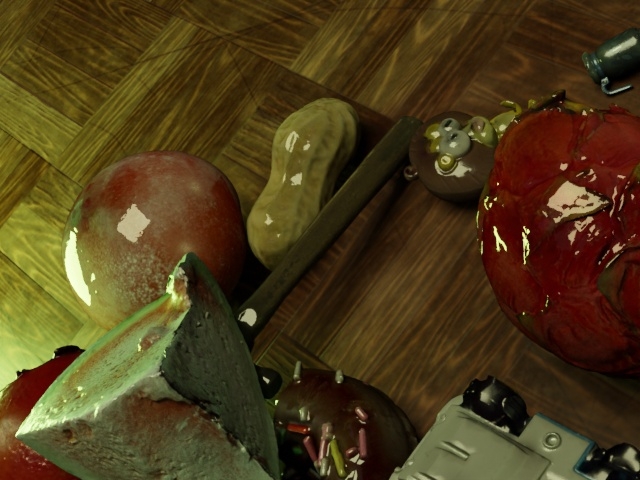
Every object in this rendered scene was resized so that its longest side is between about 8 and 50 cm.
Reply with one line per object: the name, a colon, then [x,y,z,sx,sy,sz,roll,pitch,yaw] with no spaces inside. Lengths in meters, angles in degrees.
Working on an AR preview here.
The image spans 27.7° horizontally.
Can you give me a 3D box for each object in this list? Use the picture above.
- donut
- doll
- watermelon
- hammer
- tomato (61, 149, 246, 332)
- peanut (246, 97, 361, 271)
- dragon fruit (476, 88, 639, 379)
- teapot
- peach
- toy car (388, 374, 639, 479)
donut: [-0.019,0.323,1.485,0.345,0.136,0.259,-51,42,-3]
doll: [0.195,-0.128,1.676,0.188,0.096,0.145,-43,52,-12]
watermelon: [-0.206,0.166,1.458,0.289,0.214,0.320,-10,70,-1]
hammer: [0.000,0.000,1.668,0.168,0.044,0.440,32,65,20]
tomato: [-0.234,0.006,1.777,0.270,0.227,0.270,-35,44,43]
peanut: [-0.024,-0.084,1.778,0.111,0.125,0.275,9,65,22]
dragon fruit: [0.305,-0.004,1.385,0.277,0.277,0.342,-49,47,-3]
teapot: [0.380,-0.227,1.646,0.083,0.064,0.049,-28,16,21]
peach: [-0.331,0.323,1.616,0.361,0.258,0.201,-41,39,0]
toy car: [0.216,0.282,1.316,0.314,0.166,0.198,25,67,35]
